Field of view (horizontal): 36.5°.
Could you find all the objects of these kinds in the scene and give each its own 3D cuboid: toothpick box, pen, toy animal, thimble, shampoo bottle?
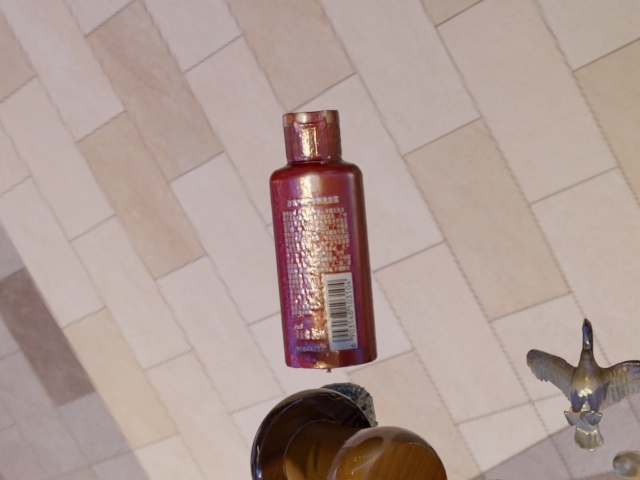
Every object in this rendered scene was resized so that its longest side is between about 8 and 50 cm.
[{"bbox_3d":[0.032,0.302,1.285,0.294,0.192,0.192,-1,113,62],"label":"toothpick box"},{"bbox_3d":[0.339,0.229,0.994,0.032,0.233,0.040,40,98,32],"label":"pen"},{"bbox_3d":[0.429,0.219,1.511,0.272,0.160,0.197,2,138,26],"label":"toy animal"},{"bbox_3d":[0.031,0.264,1.489,0.110,0.084,0.062,-7,119,16],"label":"thimble"},{"bbox_3d":[0.000,0.000,1.187,0.118,0.076,0.314,-4,95,15],"label":"shampoo bottle"}]

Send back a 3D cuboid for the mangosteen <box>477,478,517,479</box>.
[{"bbox_3d":[0.121,0.319,0.696,0.297,0.293,0.297,0,90,-3],"label":"mangosteen"}]
